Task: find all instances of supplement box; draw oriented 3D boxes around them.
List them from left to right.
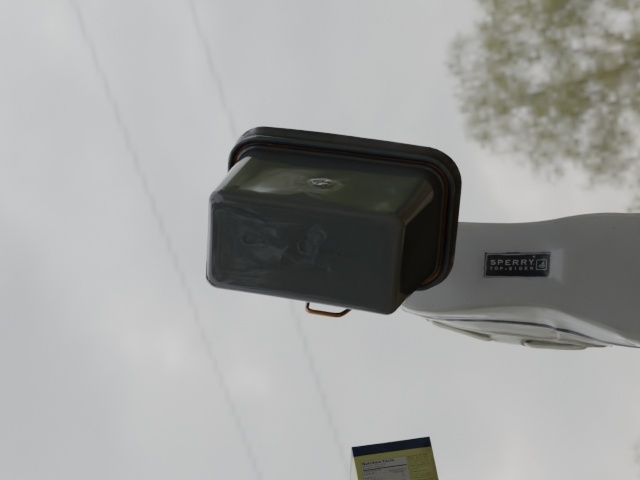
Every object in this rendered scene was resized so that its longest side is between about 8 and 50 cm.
[{"bbox_3d":[0.053,0.193,1.025,0.083,0.056,0.083,91,170,-55],"label":"supplement box"}]

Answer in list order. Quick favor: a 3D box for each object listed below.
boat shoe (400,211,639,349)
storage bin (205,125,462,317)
[{"bbox_3d":[0.181,0.039,1.091,0.088,0.267,0.096,47,-135,-64],"label":"boat shoe"},{"bbox_3d":[0.000,0.000,0.812,0.091,0.135,0.098,-48,-36,-66],"label":"storage bin"}]
